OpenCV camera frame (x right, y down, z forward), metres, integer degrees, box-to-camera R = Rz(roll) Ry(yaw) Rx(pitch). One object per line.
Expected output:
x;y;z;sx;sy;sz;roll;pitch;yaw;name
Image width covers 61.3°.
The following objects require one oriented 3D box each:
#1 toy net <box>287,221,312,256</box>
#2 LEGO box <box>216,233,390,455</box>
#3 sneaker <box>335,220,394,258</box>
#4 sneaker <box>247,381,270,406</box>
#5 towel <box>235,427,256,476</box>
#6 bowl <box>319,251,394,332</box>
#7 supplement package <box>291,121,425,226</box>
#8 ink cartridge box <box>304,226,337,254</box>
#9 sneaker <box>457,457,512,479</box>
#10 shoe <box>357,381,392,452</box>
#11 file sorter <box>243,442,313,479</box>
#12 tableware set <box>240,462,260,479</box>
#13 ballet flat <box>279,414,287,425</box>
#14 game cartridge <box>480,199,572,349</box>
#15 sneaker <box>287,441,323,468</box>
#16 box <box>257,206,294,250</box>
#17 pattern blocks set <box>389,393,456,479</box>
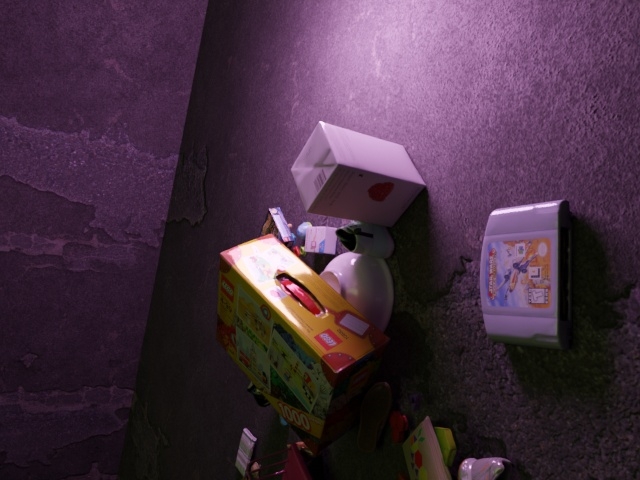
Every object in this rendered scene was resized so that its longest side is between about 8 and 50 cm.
-0.098;-0.005;1.983;0.232;0.045;0.122;4;102;60;toy net
-0.078;0.282;1.535;0.500;0.193;0.373;39;136;33;LEGO box
0.104;-0.058;1.576;0.094;0.151;0.256;-60;38;33;sneaker
-0.157;0.442;1.831;0.182;0.127;0.316;-59;-15;-68;sneaker
-0.291;0.826;2.107;0.113;0.023;0.152;10;87;63;towel
0.073;0.162;1.596;0.298;0.134;0.298;-17;70;54;bowl
0.101;-0.172;1.471;0.177;0.293;0.175;-55;41;36;supplement package
0.000;0.000;1.816;0.122;0.052;0.089;0;84;58;ink cartridge box
0.367;0.572;1.093;0.121;0.099;0.262;-37;54;42;sneaker
0.146;0.470;1.468;0.076;0.058;0.219;19;110;14;shoe
-0.138;0.814;1.666;0.202;0.182;0.291;56;145;43;file sorter
-0.274;0.908;2.078;0.168;0.020;0.141;0;78;60;tableware set
-0.123;0.592;1.904;0.041;0.041;0.114;-16;70;55;ballet flat
0.428;0.072;1.140;0.198;0.062;0.297;-6;78;52;game cartridge
-0.043;0.696;1.734;0.185;0.069;0.084;-28;69;59;sneaker
-0.176;0.011;2.032;0.159;0.044;0.233;63;146;29;box
0.247;0.526;1.272;0.285;0.026;0.325;116;154;-50;pattern blocks set
